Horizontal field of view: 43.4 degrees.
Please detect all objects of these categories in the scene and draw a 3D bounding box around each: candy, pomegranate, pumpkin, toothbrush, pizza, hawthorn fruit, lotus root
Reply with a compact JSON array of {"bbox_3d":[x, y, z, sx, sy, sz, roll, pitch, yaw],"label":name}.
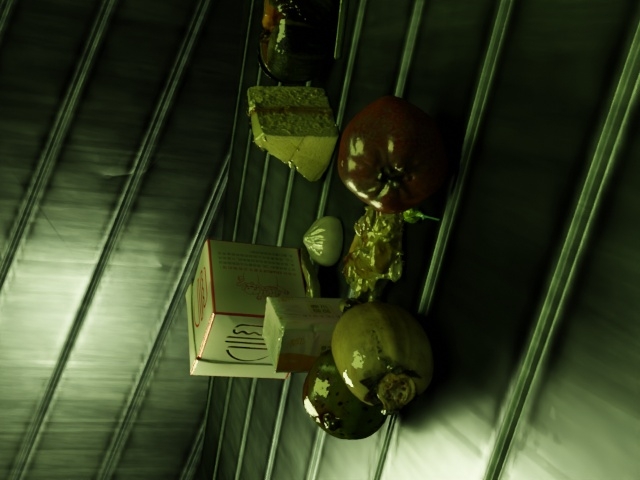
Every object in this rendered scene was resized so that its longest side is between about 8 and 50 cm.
[{"bbox_3d":[0.203,-0.046,1.589,0.123,0.035,0.035,19,93,63],"label":"candy"},{"bbox_3d":[0.066,0.294,1.696,0.198,0.198,0.246,146,145,-69],"label":"pomegranate"},{"bbox_3d":[-0.071,-0.614,2.332,0.320,0.192,0.320,-178,90,-73],"label":"pumpkin"},{"bbox_3d":[0.063,-0.638,2.180,0.028,0.026,0.294,33,119,54],"label":"toothbrush"},{"bbox_3d":[0.109,0.031,1.780,0.323,0.090,0.223,114,157,-50],"label":"pizza"},{"bbox_3d":[0.143,-0.177,1.548,0.262,0.211,0.210,-67,-8,-59],"label":"hawthorn fruit"},{"bbox_3d":[0.109,0.199,1.567,0.310,0.183,0.182,-119,37,-62],"label":"lotus root"}]

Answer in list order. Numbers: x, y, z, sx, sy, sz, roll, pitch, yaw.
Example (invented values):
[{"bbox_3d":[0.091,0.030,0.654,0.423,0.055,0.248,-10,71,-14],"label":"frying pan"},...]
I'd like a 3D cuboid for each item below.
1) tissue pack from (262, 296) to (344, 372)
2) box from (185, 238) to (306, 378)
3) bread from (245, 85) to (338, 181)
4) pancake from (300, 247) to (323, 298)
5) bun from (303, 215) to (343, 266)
[{"bbox_3d":[-0.006,0.217,1.869,0.185,0.225,0.124,-126,42,-65],"label":"tissue pack"},{"bbox_3d":[-0.225,0.210,2.452,0.312,0.315,0.300,-102,26,-43],"label":"box"},{"bbox_3d":[-0.102,-0.308,2.285,0.263,0.236,0.198,-104,24,-45],"label":"bread"},{"bbox_3d":[-0.021,0.128,2.189,0.242,0.050,0.241,171,90,-83],"label":"pancake"},{"bbox_3d":[0.000,0.000,2.131,0.138,0.094,0.138,-175,90,-70],"label":"bun"}]
